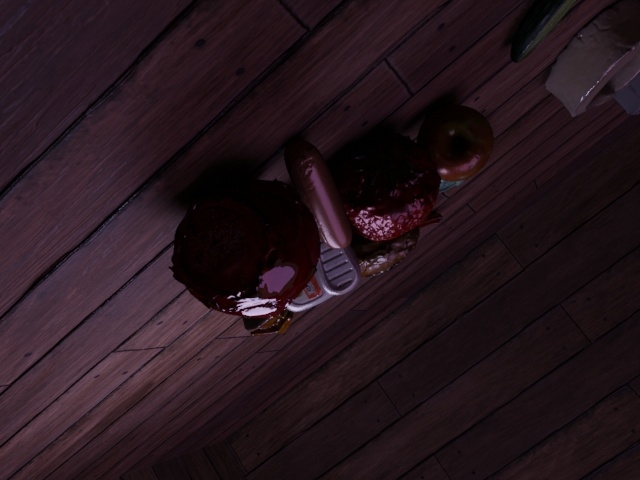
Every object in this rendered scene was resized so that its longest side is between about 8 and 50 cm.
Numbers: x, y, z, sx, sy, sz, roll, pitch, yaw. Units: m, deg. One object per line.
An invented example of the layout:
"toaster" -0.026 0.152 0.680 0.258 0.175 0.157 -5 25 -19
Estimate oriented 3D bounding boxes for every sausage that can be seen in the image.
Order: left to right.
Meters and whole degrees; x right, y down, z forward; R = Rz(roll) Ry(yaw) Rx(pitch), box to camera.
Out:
"sausage" -0.001 -0.094 1.490 0.086 0.086 0.289 -32 130 -10

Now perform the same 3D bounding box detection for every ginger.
"ginger" 0.129 0.032 1.960 0.321 0.172 0.165 -8 135 34

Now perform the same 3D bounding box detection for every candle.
"candle" 0.352 -0.063 2.472 0.329 0.051 0.048 -14 143 -51

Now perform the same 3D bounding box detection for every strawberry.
"strawberry" 0.162 -0.109 1.671 0.257 0.257 0.277 -31 151 -14

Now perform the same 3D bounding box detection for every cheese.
"cheese" 0.823 -0.517 1.986 0.292 0.153 0.332 -18 157 -42

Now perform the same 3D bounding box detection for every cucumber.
"cucumber" 0.505 -0.507 1.571 0.115 0.063 0.244 -31 164 -41

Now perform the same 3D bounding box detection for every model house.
"model house" -0.122 0.149 1.932 0.219 0.200 0.229 -25 160 10

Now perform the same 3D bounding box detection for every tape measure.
"tape measure" -0.037 0.027 1.688 0.265 0.258 0.130 -26 -153 7

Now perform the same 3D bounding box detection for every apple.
"apple" 0.337 -0.246 1.739 0.195 0.196 0.196 -32 162 -11

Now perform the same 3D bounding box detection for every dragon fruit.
"dragon fruit" -0.146 0.015 1.381 0.295 0.296 0.302 -38 -178 8

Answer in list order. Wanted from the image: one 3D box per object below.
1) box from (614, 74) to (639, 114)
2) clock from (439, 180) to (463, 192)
"box" 1.040 -0.570 2.172 0.106 0.200 0.299 -14 153 -51
"clock" 0.392 -0.212 2.138 0.210 0.066 0.159 -23 158 -32
